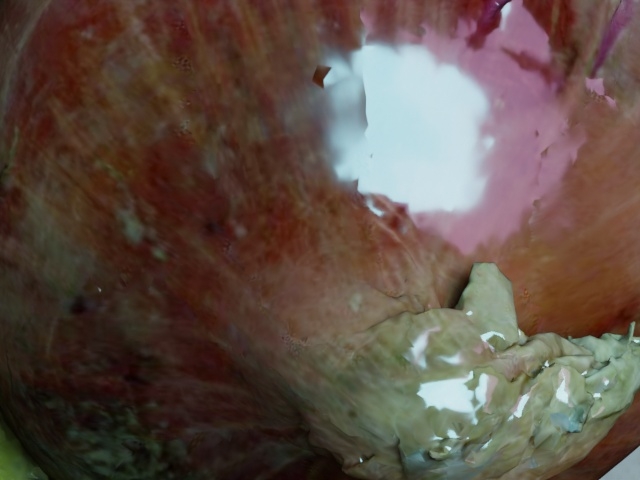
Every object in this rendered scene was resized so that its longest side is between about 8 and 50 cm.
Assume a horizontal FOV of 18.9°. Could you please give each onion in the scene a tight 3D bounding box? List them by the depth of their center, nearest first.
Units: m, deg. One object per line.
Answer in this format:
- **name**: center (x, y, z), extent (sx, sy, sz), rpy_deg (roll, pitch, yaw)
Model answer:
- **onion**: center (0.009, -0.008, 0.824), extent (0.353, 0.353, 0.354), rpy_deg (8, 76, -36)

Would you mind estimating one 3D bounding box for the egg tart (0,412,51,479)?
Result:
- **egg tart**: center (-0.201, 0.087, 0.792), extent (0.212, 0.212, 0.090), rpy_deg (31, 104, -29)
